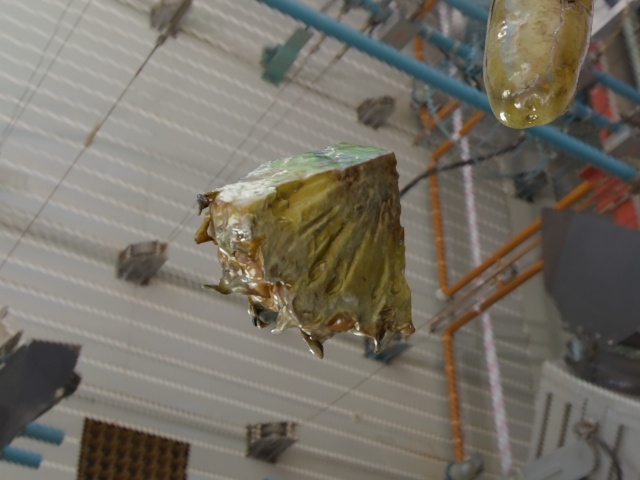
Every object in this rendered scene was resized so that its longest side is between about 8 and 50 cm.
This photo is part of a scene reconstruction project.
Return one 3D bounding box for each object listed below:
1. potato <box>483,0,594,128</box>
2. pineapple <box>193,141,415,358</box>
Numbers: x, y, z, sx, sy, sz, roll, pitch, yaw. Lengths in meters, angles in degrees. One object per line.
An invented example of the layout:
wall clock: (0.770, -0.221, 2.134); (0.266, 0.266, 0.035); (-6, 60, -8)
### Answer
potato: (0.208, -0.190, 1.009); (0.080, 0.107, 0.170); (26, -117, -38)
pineapple: (0.000, 0.000, 0.927); (0.236, 0.114, 0.186); (43, -106, -44)
